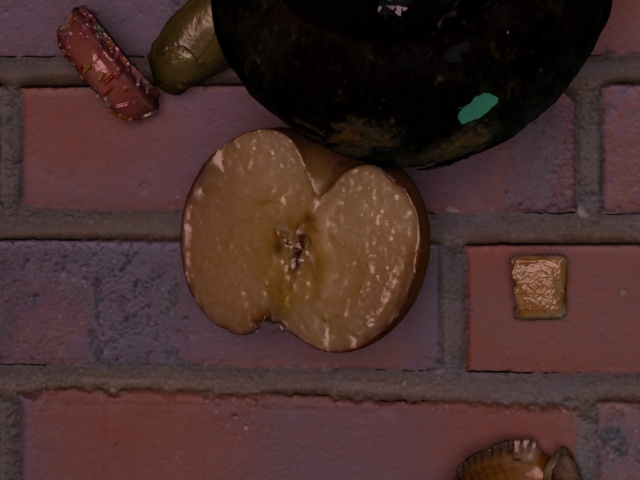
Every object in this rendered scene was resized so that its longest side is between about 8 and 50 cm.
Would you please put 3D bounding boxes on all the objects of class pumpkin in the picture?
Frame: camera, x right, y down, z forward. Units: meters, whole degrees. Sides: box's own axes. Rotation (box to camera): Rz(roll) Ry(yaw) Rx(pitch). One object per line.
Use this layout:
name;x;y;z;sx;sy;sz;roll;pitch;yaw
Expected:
pumpkin;0.101;-0.291;1.794;0.454;0.344;0.454;-7;51;9

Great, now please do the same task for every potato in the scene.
potato;-0.132;-0.253;1.969;0.188;0.085;0.105;-40;107;8

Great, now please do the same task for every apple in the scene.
apple;0.000;0.000;1.910;0.293;0.163;0.251;22;102;19

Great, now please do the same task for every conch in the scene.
conch;0.224;0.335;1.889;0.178;0.163;0.245;37;64;-10

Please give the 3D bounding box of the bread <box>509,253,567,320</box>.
bread;0.264;0.056;1.942;0.070;0.035;0.083;-5;95;7

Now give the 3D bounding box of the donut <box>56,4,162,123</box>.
donut;-0.265;-0.216;1.968;0.065;0.117;0.166;-40;85;0
